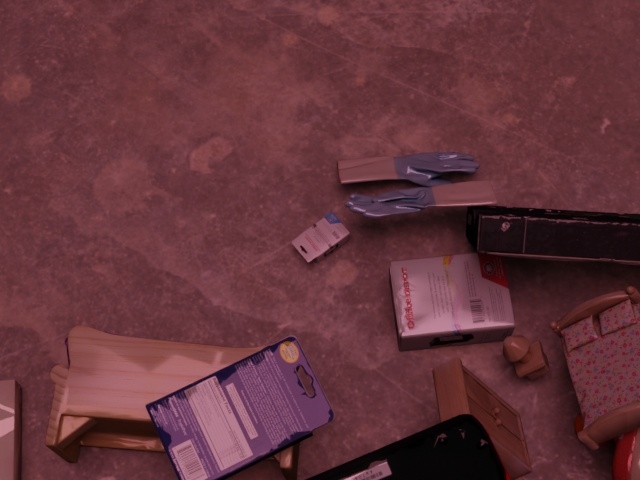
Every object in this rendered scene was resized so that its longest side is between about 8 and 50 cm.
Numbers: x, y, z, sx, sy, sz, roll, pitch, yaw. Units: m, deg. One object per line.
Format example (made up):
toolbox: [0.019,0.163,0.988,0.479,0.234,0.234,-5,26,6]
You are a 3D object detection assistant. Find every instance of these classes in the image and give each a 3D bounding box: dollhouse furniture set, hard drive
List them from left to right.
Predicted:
dollhouse furniture set: [0.350,0.198,1.556,0.356,0.174,0.303,-30,41,25]
hard drive: [0.393,-0.009,1.722,0.339,0.237,0.064,2,96,2]

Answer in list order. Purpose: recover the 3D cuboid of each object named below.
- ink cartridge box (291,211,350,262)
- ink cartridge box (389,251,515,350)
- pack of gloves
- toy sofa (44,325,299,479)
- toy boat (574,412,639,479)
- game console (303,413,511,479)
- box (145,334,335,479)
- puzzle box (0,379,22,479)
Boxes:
ink cartridge box: [0.000,0.000,1.834,0.083,0.028,0.048,-36,70,-14]
ink cartridge box: [0.197,0.092,1.766,0.175,0.072,0.127,-5,67,-1]
pack of gloves: [0.148,-0.077,1.829,0.232,0.046,0.195,-5,30,0]
toy sofa: [-0.198,0.238,1.668,0.363,0.150,0.177,4,70,3]
toy boat: [0.439,0.270,1.666,0.151,0.151,0.231,2,63,34]
game console: [0.095,0.431,1.427,0.387,0.060,0.342,-21,62,-10]
box: [-0.106,0.235,1.567,0.225,0.036,0.136,-26,72,-6]
puzzle box: [-0.566,0.407,1.657,0.272,0.052,0.408,-4,66,0]
